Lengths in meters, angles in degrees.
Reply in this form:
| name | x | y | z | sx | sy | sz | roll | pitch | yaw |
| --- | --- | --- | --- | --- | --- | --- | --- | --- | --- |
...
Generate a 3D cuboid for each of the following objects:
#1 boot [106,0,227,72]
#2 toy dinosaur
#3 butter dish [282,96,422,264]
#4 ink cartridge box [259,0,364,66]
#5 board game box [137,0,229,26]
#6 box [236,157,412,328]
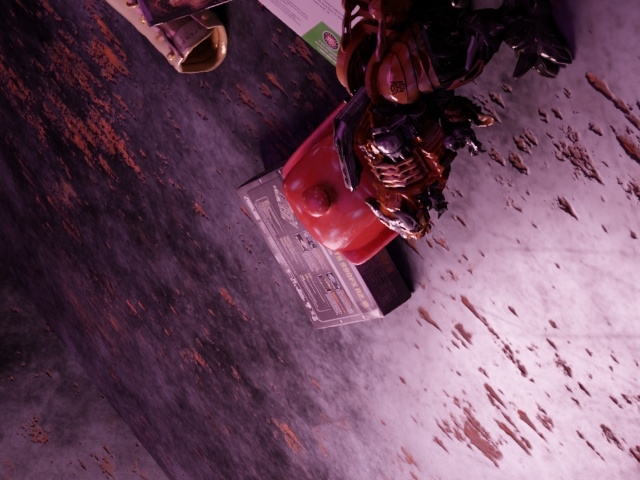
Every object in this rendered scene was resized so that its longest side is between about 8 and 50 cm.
| name | x | y | z | sx | sy | sz | roll | pitch | yaw |
| --- | --- | --- | --- | --- | --- | --- | --- | --- | --- |
| boot | -0.221 | -0.309 | 1.312 | 0.203 | 0.095 | 0.262 | 47 | -177 | 15 |
| toy dinosaur | 0.092 | -0.157 | 0.956 | 0.164 | 0.218 | 0.322 | 41 | 148 | 27 |
| butter dish | 0.020 | -0.057 | 1.237 | 0.160 | 0.118 | 0.160 | 52 | 125 | 6 |
| ink cartridge box | 0.024 | -0.290 | 1.058 | 0.153 | 0.087 | 0.208 | 45 | 150 | 20 |
| board game box | -0.159 | -0.377 | 1.189 | 0.165 | 0.042 | 0.243 | -16 | 113 | 14 |
| box | 0.000 | 0.000 | 1.423 | 0.231 | 0.056 | 0.183 | 60 | 150 | -6 |
